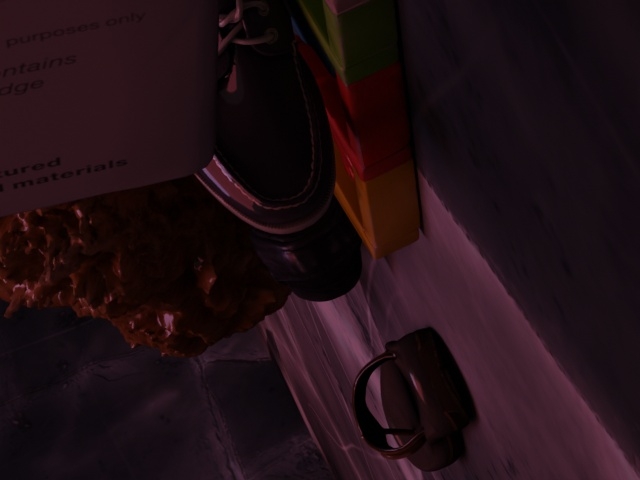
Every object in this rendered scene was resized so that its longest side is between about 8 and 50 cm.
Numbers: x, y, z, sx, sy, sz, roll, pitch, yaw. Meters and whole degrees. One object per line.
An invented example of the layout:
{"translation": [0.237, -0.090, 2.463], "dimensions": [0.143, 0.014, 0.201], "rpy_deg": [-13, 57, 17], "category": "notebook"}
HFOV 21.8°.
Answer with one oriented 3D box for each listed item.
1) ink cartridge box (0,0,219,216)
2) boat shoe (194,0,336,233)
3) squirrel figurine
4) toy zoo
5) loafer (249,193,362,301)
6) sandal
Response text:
{"translation": [-0.127, -0.206, 0.394], "dimensions": [0.384, 0.160, 0.279], "rpy_deg": [102, 154, -64], "category": "ink cartridge box"}
{"translation": [-0.051, -0.101, 0.758], "dimensions": [0.065, 0.075, 0.206], "rpy_deg": [84, 165, -80], "category": "boat shoe"}
{"translation": [-0.176, -0.111, 1.195], "dimensions": [0.397, 0.281, 0.370], "rpy_deg": [51, 166, 41], "category": "squirrel figurine"}
{"translation": [-0.009, -0.113, 0.842], "dimensions": [0.192, 0.030, 0.293], "rpy_deg": [61, 173, 27], "category": "toy zoo"}
{"translation": [0.000, 0.000, 1.053], "dimensions": [0.078, 0.076, 0.223], "rpy_deg": [60, 179, -7], "category": "loafer"}
{"translation": [0.053, 0.112, 1.087], "dimensions": [0.090, 0.060, 0.219], "rpy_deg": [64, 174, 9], "category": "sandal"}
